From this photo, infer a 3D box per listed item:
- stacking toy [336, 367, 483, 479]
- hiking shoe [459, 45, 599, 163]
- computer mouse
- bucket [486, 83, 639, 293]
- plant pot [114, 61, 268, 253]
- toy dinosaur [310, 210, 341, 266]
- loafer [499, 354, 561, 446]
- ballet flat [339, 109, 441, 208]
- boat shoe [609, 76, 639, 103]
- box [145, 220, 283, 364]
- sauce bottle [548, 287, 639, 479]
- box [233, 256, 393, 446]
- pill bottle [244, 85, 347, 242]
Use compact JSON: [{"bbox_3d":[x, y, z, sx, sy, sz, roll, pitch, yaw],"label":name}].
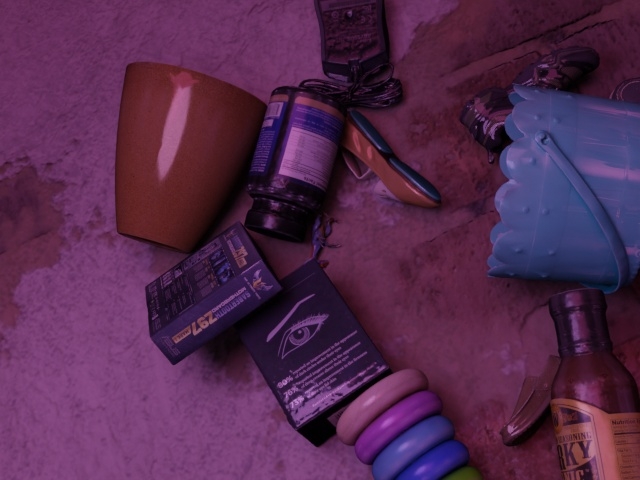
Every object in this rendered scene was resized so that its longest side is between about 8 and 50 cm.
[{"bbox_3d":[0.165,0.324,1.089,0.141,0.141,0.330,-37,65,-3],"label":"stacking toy"},{"bbox_3d":[0.332,-0.204,1.329,0.227,0.086,0.114,-30,74,7],"label":"hiking shoe"},{"bbox_3d":[0.048,-0.340,1.478,0.189,0.072,0.272,-2,77,13],"label":"computer mouse"},{"bbox_3d":[0.325,-0.067,1.150,0.183,0.281,0.281,7,67,10],"label":"bucket"},{"bbox_3d":[-0.223,-0.116,1.369,0.237,0.237,0.254,12,82,21],"label":"plant pot"},{"bbox_3d":[0.000,0.000,1.351,0.090,0.047,0.082,14,76,57],"label":"toy dinosaur"},{"bbox_3d":[0.282,0.209,1.151,0.148,0.056,0.050,-42,60,-18],"label":"loafer"},{"bbox_3d":[0.097,-0.109,1.356,0.073,0.080,0.232,-52,56,20],"label":"ballet flat"},{"bbox_3d":[0.568,-0.182,1.229,0.319,0.099,0.116,21,73,24],"label":"boat shoe"},{"bbox_3d":[-0.161,0.068,1.264,0.183,0.059,0.232,-36,20,-3],"label":"box"},{"bbox_3d":[0.340,0.232,1.066,0.111,0.111,0.344,-10,70,11],"label":"sauce bottle"},{"bbox_3d":[-0.008,0.155,1.226,0.153,0.108,0.207,-33,60,-1],"label":"box"},{"bbox_3d":[-0.043,-0.114,1.330,0.123,0.123,0.219,13,83,21],"label":"pill bottle"}]
